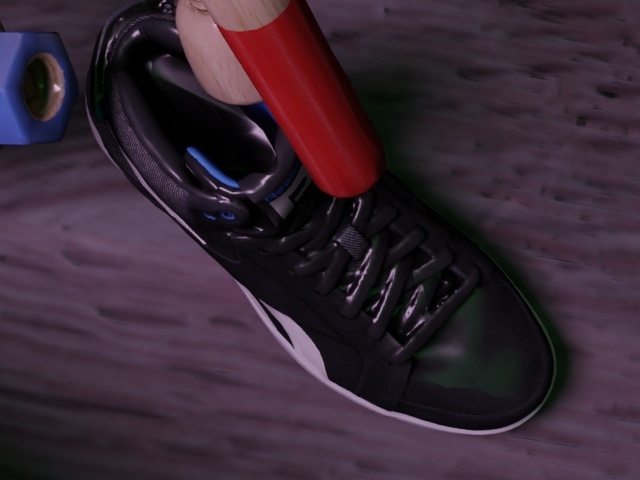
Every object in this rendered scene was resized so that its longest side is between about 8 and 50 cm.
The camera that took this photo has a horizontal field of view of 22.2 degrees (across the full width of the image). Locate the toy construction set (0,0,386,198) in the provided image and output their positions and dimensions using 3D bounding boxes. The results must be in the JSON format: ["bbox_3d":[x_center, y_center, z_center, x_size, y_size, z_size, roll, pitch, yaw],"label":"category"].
[{"bbox_3d":[-0.117,-0.154,0.468,0.309,0.237,0.257,33,78,31],"label":"toy construction set"}]

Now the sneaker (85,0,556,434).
[{"bbox_3d":[0.000,0.000,0.582,0.217,0.121,0.079,38,86,-2],"label":"sneaker"}]
